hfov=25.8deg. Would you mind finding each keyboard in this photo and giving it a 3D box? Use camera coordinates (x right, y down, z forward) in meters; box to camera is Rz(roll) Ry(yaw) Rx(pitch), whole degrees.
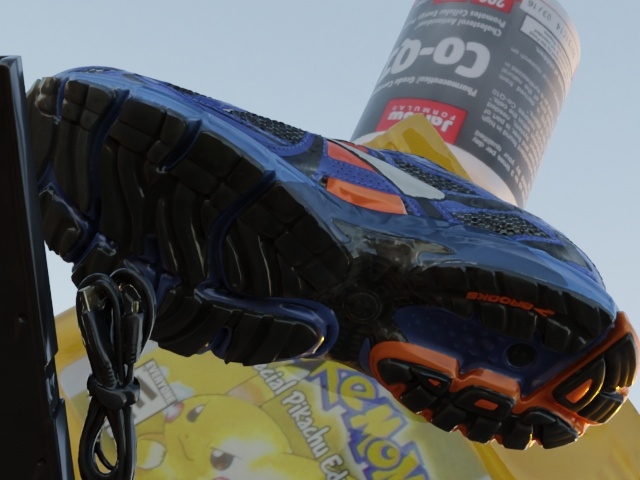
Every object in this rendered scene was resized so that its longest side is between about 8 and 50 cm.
[{"bbox_3d":[-0.093,0.039,0.393,0.108,0.023,0.180,-1,-77,19],"label":"keyboard"}]

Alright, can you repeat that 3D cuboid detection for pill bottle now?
[{"bbox_3d":[0.111,-0.083,1.207,0.161,0.283,0.161,18,-30,11],"label":"pill bottle"}]

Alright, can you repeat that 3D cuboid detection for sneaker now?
[{"bbox_3d":[0.000,0.000,0.480,0.221,0.087,0.083,25,-64,-6],"label":"sneaker"}]

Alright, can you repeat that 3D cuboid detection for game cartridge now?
[{"bbox_3d":[-0.002,0.108,0.826,0.285,0.324,0.052,56,-8,22],"label":"game cartridge"}]
